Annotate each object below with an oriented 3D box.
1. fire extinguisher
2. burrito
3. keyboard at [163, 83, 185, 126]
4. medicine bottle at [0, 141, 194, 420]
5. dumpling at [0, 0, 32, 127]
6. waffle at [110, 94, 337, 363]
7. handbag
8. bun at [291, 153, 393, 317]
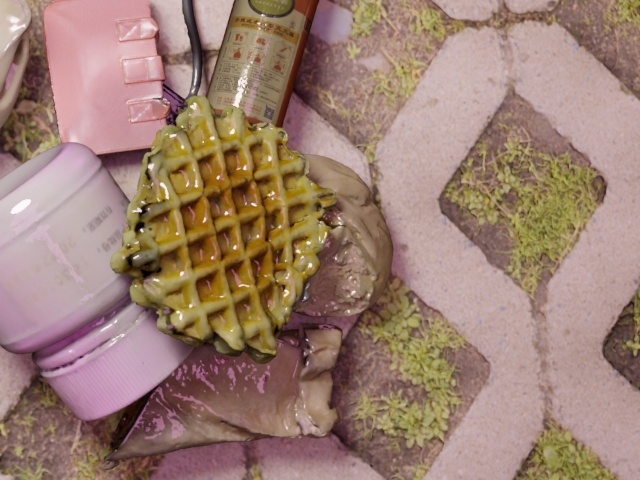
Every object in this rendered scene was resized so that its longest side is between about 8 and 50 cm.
[{"bbox_3d":[-0.104,-0.282,1.915,0.200,0.113,0.376,19,81,-11],"label":"fire extinguisher"},{"bbox_3d":[-0.132,0.200,1.919,0.348,0.107,0.175,-7,75,-14],"label":"burrito"},{"bbox_3d":[-0.240,-0.185,1.942,0.250,0.017,0.087,36,84,-9],"label":"keyboard"},{"bbox_3d":[-0.317,0.054,1.808,0.241,0.241,0.302,-36,106,-10],"label":"medicine bottle"},{"bbox_3d":[-0.556,-0.209,1.810,0.315,0.233,0.395,40,96,23],"label":"dumpling"},{"bbox_3d":[-0.121,-0.013,1.787,0.297,0.073,0.317,34,64,-32],"label":"waffle"},{"bbox_3d":[-0.284,-0.222,1.894,0.157,0.059,0.212,-9,94,-10],"label":"handbag"},{"bbox_3d":[0.000,0.000,1.940,0.210,0.116,0.237,-40,95,-10],"label":"bun"}]
